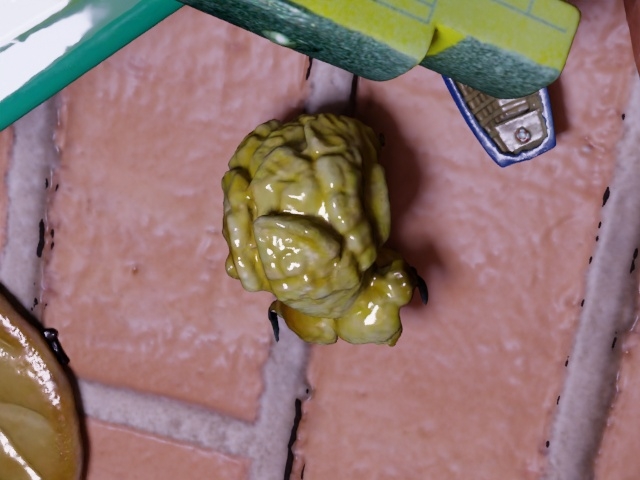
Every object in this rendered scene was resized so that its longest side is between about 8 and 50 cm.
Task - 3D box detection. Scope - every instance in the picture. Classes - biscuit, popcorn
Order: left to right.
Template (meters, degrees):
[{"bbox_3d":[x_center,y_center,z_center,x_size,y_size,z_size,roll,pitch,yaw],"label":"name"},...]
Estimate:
[{"bbox_3d":[-0.322,0.150,1.661,0.203,0.041,0.260,-38,93,25],"label":"biscuit"},{"bbox_3d":[-0.003,-0.008,1.453,0.173,0.168,0.195,-28,137,8],"label":"popcorn"}]

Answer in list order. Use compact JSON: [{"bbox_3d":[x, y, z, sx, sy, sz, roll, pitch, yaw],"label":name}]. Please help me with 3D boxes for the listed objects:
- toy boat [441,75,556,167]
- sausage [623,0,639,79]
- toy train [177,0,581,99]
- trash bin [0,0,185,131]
[{"bbox_3d":[0.125,-0.171,1.403,0.080,0.046,0.229,-22,101,24],"label":"toy boat"},{"bbox_3d":[0.272,-0.161,1.356,0.065,0.065,0.169,-8,106,20],"label":"sausage"},{"bbox_3d":[0.020,-0.260,1.208,0.442,0.179,0.272,21,85,-18],"label":"toy train"},{"bbox_3d":[-0.246,-0.217,1.395,0.381,0.295,0.259,-28,104,11],"label":"trash bin"}]
